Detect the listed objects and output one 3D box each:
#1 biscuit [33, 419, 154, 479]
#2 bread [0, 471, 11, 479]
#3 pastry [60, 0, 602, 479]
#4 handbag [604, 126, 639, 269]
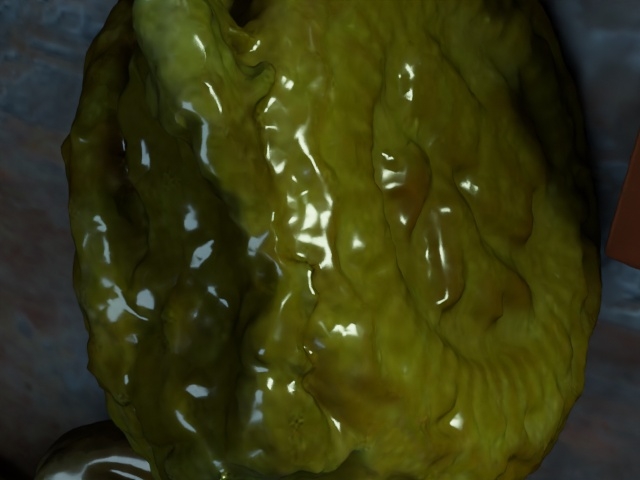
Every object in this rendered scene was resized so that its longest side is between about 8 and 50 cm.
[{"bbox_3d":[-0.061,0.228,0.822,0.367,0.063,0.314,-8,116,7],"label":"biscuit"},{"bbox_3d":[-0.222,0.203,0.934,0.234,0.110,0.184,36,128,2],"label":"bread"},{"bbox_3d":[0.000,0.000,0.615,0.132,0.235,0.240,-10,104,36],"label":"pastry"},{"bbox_3d":[0.203,-0.009,0.596,0.190,0.063,0.127,22,148,12],"label":"handbag"}]
